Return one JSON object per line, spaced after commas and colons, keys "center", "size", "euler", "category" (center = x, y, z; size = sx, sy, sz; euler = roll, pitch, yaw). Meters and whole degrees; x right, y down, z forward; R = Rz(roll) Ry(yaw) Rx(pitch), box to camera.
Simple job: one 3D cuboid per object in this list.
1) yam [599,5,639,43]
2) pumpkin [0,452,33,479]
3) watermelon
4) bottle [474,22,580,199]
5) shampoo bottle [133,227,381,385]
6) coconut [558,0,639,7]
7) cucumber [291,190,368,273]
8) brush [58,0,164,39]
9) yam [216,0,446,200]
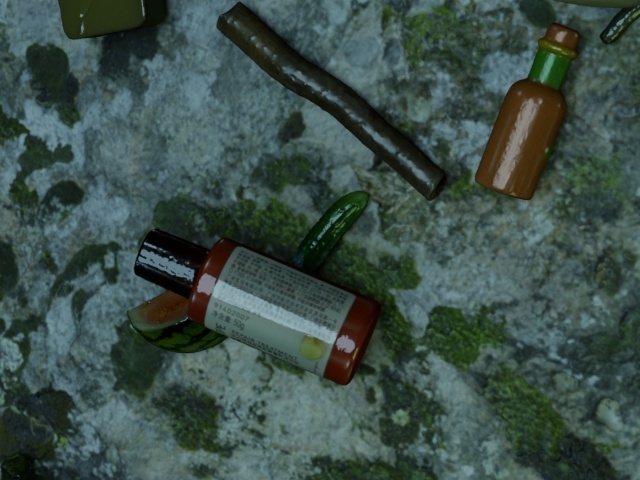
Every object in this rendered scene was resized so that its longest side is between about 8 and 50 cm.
{"center": [0.373, -0.286, 1.437], "size": [0.029, 0.027, 0.234], "euler": [39, 111, -12], "category": "yam"}
{"center": [-0.396, 0.379, 1.747], "size": [0.248, 0.248, 0.248], "euler": [2, 95, 24], "category": "pumpkin"}
{"center": [-0.161, 0.093, 1.681], "size": [0.163, 0.069, 0.087], "euler": [-26, 84, 21], "category": "watermelon"}
{"center": [0.225, -0.137, 1.491], "size": [0.069, 0.069, 0.187], "euler": [24, 103, 20], "category": "bottle"}
{"center": [-0.077, 0.064, 1.592], "size": [0.278, 0.104, 0.104], "euler": [23, 104, 7], "category": "shampoo bottle"}
{"center": [0.269, -0.331, 1.389], "size": [0.224, 0.224, 0.224], "euler": [2, 95, 24], "category": "coconut"}
{"center": [0.000, 0.000, 1.620], "size": [0.037, 0.037, 0.155], "euler": [43, 109, 15], "category": "cucumber"}
{"center": [-0.256, -0.344, 1.692], "size": [0.123, 0.059, 0.197], "euler": [-5, 92, 27], "category": "brush"}
{"center": [0.011, -0.159, 1.598], "size": [0.327, 0.045, 0.045], "euler": [41, 131, 15], "category": "yam"}
